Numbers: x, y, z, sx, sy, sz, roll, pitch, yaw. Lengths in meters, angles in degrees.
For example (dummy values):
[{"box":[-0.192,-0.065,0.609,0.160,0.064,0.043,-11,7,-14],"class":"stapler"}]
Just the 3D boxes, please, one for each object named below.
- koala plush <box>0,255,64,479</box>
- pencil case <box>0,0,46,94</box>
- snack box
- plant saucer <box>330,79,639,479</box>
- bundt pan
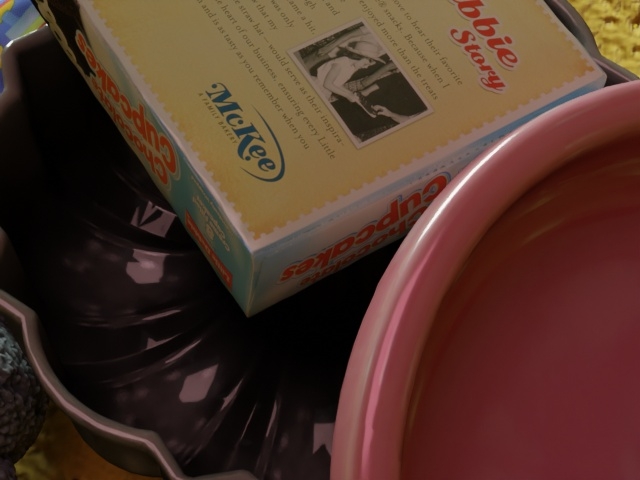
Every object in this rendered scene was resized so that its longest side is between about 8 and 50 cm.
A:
[{"box":[-0.241,0.074,0.780,0.221,0.203,0.196,8,60,7],"class":"koala plush"},{"box":[-0.118,-0.138,0.866,0.133,0.119,0.306,38,88,-8],"class":"pencil case"},{"box":[-0.038,-0.139,0.719,0.187,0.060,0.322,-27,67,-20],"class":"snack box"},{"box":[0.150,0.103,0.612,0.332,0.084,0.332,4,79,-21],"class":"plant saucer"},{"box":[0.000,0.000,0.749,0.331,0.124,0.331,3,60,-4],"class":"bundt pan"}]
